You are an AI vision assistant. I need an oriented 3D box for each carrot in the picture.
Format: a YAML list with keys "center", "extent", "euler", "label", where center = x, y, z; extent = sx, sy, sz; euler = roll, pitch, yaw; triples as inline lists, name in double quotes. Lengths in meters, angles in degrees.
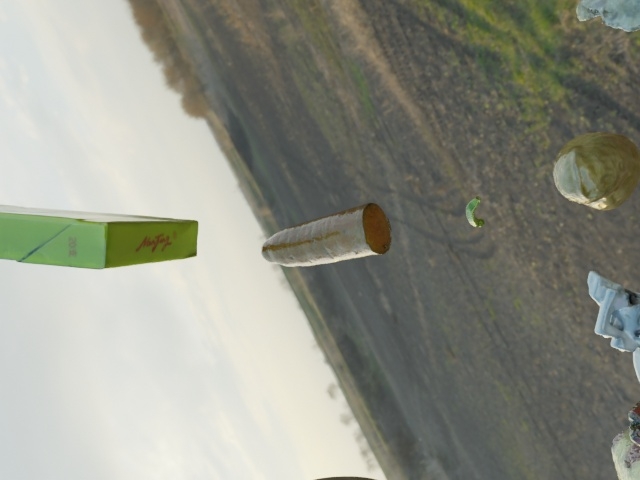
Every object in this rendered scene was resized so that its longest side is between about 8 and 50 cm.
- center: [0.000, 0.000, 0.714]
  extent: [0.139, 0.048, 0.048]
  euler: [-12, 111, 41]
  label: "carrot"

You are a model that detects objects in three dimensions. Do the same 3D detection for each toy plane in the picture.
- center: [0.452, 0.083, 0.982]
  extent: [0.245, 0.244, 0.117]
  euler: [63, 172, -6]
  label: "toy plane"

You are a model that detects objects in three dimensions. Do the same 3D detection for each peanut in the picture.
- center: [0.377, -0.094, 1.053]
  extent: [0.226, 0.095, 0.108]
  euler: [-8, -92, -58]
  label: "peanut"

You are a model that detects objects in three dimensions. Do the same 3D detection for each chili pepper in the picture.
- center: [0.237, -0.041, 1.194]
  extent: [0.017, 0.030, 0.083]
  euler: [45, 178, 32]
  label: "chili pepper"

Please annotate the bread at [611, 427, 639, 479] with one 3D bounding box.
- center: [0.620, 0.446, 1.323]
  extent: [0.338, 0.155, 0.187]
  euler: [-62, -46, -84]
  label: "bread"

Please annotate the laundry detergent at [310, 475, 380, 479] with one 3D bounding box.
- center: [-0.006, 0.270, 0.538]
  extent: [0.171, 0.237, 0.076]
  euler: [53, 134, 7]
  label: "laundry detergent"

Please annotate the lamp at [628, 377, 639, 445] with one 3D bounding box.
- center: [0.367, 0.188, 0.856]
  extent: [0.063, 0.083, 0.031]
  euler: [30, 173, 8]
  label: "lamp"

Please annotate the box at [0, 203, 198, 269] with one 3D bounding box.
- center: [-0.311, -0.012, 0.778]
  extent: [0.187, 0.335, 0.047]
  euler: [-4, -82, -74]
  label: "box"

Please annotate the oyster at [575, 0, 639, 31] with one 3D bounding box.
- center: [0.404, -0.257, 0.846]
  extent: [0.232, 0.161, 0.107]
  euler: [24, 120, 20]
  label: "oyster"
